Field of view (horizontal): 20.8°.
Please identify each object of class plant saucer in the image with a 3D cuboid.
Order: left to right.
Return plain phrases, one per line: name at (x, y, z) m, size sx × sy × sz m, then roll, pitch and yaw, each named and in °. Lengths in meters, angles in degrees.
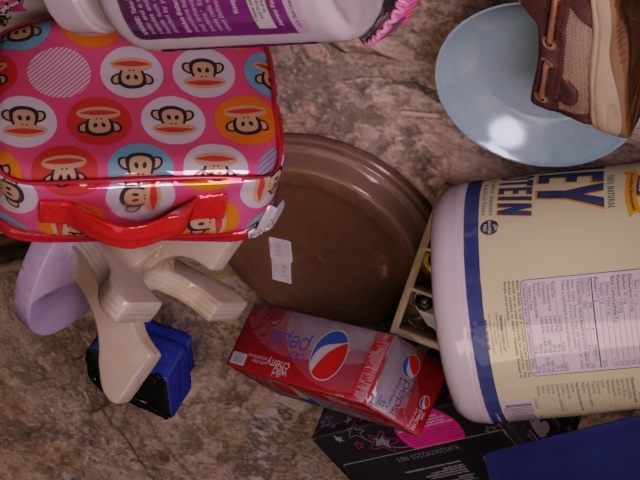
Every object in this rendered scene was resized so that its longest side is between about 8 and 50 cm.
plant saucer at (0.000, 0.000, 1.911) m, size 0.278 × 0.041 × 0.278 m, roll 14°, pitch 138°, yaw 13°
plant saucer at (0.204, -0.151, 1.602) m, size 0.195 × 0.037 × 0.195 m, roll 11°, pitch 138°, yaw 10°

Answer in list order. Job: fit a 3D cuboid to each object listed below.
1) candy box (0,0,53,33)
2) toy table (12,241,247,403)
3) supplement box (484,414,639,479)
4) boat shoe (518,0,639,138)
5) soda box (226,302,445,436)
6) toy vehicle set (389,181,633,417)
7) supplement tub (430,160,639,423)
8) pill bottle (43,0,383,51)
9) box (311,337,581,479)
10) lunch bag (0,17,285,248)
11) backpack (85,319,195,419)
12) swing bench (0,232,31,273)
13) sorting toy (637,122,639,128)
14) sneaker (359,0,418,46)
candy box at (-0.344, -0.292, 1.762) m, size 0.159 × 0.071 × 0.233 m, roll -5°, pitch 130°, yaw 29°
toy table at (-0.194, 0.025, 1.859) m, size 0.161 × 0.252 × 0.274 m, roll 40°, pitch 116°, yaw 22°
supplement box at (0.361, 0.274, 1.753) m, size 0.194 × 0.356 × 0.195 m, roll -21°, pitch 77°, yaw 40°
boat shoe at (0.203, -0.221, 1.420) m, size 0.123 × 0.123 × 0.342 m, roll 14°, pitch 149°, yaw 21°
soda box at (0.015, 0.139, 1.918) m, size 0.092 × 0.083 × 0.263 m, roll 34°, pitch 166°, yaw -35°
toy vehicle set at (0.224, 0.061, 1.802) m, size 0.267 × 0.035 × 0.166 m, roll 19°, pitch 105°, yaw 7°
supplement tub at (0.281, 0.045, 1.645) m, size 0.325 × 0.235 × 0.235 m, roll -7°, pitch 130°, yaw 13°
pill bottle at (-0.103, -0.260, 1.604) m, size 0.302 × 0.169 × 0.169 m, roll 0°, pitch 132°, yaw 25°
box at (0.146, 0.199, 1.962) m, size 0.247 × 0.142 × 0.163 m, roll -19°, pitch 123°, yaw 39°
lunch bag at (-0.180, -0.095, 1.692) m, size 0.293 × 0.258 × 0.120 m, roll 0°, pitch 139°, yaw -10°
backpack at (-0.219, 0.148, 2.120) m, size 0.120 × 0.101 × 0.098 m, roll 16°, pitch 136°, yaw 16°
swing bench at (-0.423, -0.038, 1.944) m, size 0.253 × 0.165 × 0.255 m, roll -12°, pitch 143°, yaw 34°
sorting toy at (0.280, -0.180, 1.593) m, size 0.208 × 0.038 × 0.193 m, roll 23°, pitch 138°, yaw 4°
sneaker at (0.063, -0.234, 1.650) m, size 0.057 × 0.047 × 0.119 m, roll 46°, pitch 137°, yaw 8°
